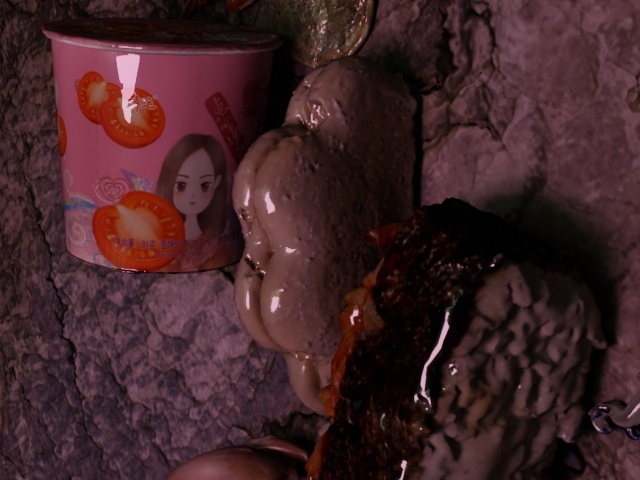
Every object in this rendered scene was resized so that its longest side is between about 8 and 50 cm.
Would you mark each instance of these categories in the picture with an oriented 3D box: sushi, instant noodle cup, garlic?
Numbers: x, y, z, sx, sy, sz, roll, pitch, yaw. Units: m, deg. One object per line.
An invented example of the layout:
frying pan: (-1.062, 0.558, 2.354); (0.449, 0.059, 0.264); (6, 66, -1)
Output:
sushi: (0.107, 0.142, 1.124); (0.182, 0.197, 0.343); (38, 113, 59)
instant noodle cup: (-0.164, -0.102, 1.354); (0.243, 0.243, 0.231); (20, 112, 44)
garlic: (-0.068, 0.305, 1.309); (0.191, 0.160, 0.214); (-37, 62, 45)

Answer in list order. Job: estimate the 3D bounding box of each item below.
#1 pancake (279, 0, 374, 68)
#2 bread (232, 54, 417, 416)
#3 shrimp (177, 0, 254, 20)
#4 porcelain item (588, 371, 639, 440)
pancake: (0.001, -0.229, 1.320); (0.129, 0.023, 0.116); (44, 123, 35)
bread: (0.005, 0.000, 1.214); (0.102, 0.183, 0.337); (1, 94, 43)
shrimp: (-0.092, -0.281, 1.412); (0.095, 0.045, 0.162); (45, 119, 11)
porcelain item: (0.277, 0.132, 1.046); (0.136, 0.021, 0.075); (-47, 59, 36)
